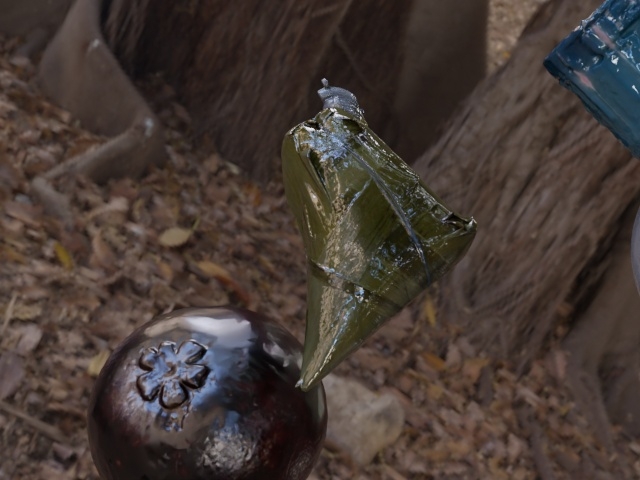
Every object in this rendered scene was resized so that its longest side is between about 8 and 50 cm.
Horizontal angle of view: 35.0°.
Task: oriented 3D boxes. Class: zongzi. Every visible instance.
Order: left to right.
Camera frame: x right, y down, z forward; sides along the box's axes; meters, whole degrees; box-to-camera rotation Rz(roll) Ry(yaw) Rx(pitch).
[{"bbox_3d":[0.000,0.000,1.148,0.251,0.274,0.125,45,-16,16],"label":"zongzi"}]

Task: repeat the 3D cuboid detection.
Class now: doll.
[{"bbox_3d":[0.048,-0.144,1.455,0.194,0.062,0.104,62,24,-7],"label":"doll"}]

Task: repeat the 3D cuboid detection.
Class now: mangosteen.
[{"bbox_3d":[-0.138,0.231,1.267,0.297,0.293,0.297,-3,38,2],"label":"mangosteen"}]

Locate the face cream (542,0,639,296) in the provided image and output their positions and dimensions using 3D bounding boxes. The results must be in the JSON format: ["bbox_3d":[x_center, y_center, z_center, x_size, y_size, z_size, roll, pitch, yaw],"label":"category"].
[{"bbox_3d":[0.248,0.010,0.502,0.336,0.163,0.080,47,13,1],"label":"face cream"}]
